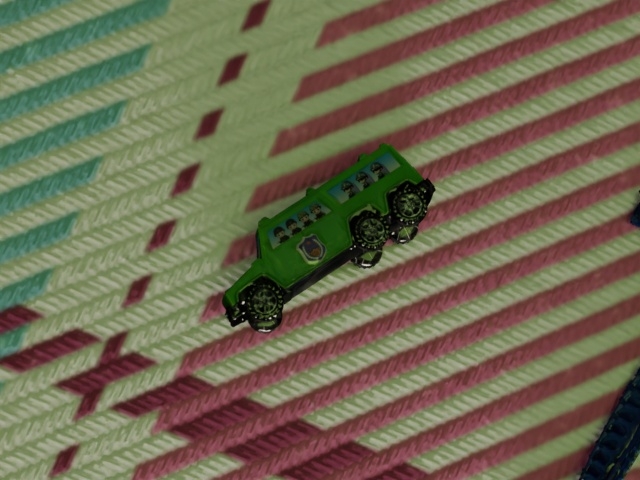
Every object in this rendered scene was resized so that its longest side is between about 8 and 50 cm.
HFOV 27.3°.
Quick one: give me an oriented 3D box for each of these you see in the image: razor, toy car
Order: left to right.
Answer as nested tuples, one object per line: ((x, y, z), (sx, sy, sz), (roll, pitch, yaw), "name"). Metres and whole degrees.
((0.000, 0.000, 0.893), (0.165, 0.071, 0.062), (-33, 81, -8), "toy car")
((0.219, 0.129, 0.944), (0.056, 0.093, 0.324), (21, 91, -45), "razor")
